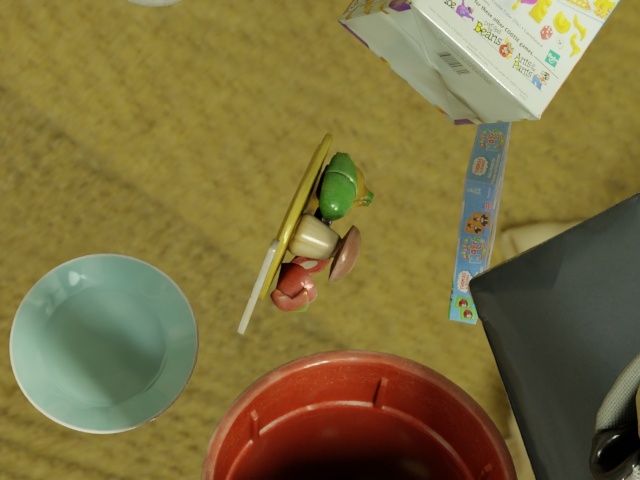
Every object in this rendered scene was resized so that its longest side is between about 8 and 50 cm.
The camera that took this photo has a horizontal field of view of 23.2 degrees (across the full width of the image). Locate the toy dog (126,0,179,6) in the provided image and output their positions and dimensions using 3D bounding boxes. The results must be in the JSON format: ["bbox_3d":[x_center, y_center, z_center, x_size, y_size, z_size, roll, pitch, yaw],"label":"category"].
[{"bbox_3d":[-0.154,-0.277,0.950,0.161,0.333,0.220,1,115,-12],"label":"toy dog"}]

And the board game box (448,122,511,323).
[{"bbox_3d":[0.184,-0.035,1.791,0.039,0.211,0.160,11,42,8],"label":"board game box"}]

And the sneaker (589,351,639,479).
[{"bbox_3d":[0.213,0.133,0.899,0.132,0.086,0.228,-19,118,-18],"label":"sneaker"}]

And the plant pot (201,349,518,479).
[{"bbox_3d":[0.021,0.281,1.419,0.272,0.265,0.272,3,57,-5],"label":"plant pot"}]

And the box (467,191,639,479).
[{"bbox_3d":[0.362,0.116,1.290,0.395,0.212,0.293,-5,72,-41],"label":"box"}]

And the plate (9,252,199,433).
[{"bbox_3d":[-0.216,0.104,1.561,0.188,0.024,0.188,2,70,-5],"label":"plate"}]

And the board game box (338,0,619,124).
[{"bbox_3d":[0.167,-0.245,1.262,0.144,0.142,0.275,40,77,-19],"label":"board game box"}]

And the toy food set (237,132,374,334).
[{"bbox_3d":[0.000,0.000,1.354,0.071,0.128,0.218,23,38,0],"label":"toy food set"}]

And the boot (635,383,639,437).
[{"bbox_3d":[0.277,0.105,0.342,0.377,0.284,0.138,54,25,-8],"label":"boot"}]
